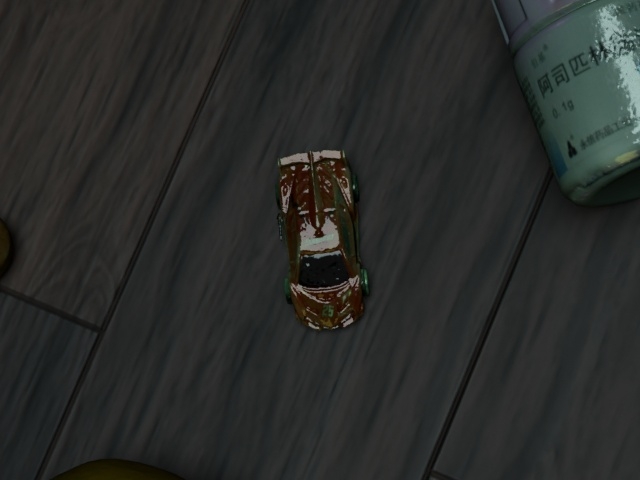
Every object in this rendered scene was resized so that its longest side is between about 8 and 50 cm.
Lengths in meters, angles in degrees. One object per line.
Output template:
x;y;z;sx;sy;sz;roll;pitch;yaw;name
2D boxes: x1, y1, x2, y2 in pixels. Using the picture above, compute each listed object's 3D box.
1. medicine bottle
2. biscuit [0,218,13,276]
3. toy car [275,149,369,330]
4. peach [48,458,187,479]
0.192;-0.120;0.989;0.135;0.135;0.168;-20;76;5;medicine bottle
-0.331;0.043;1.070;0.180;0.039;0.236;41;77;11;biscuit
0.000;0.000;1.048;0.059;0.035;0.122;-6;78;4;toy car
-0.135;0.264;0.974;0.251;0.153;0.251;-5;63;11;peach
